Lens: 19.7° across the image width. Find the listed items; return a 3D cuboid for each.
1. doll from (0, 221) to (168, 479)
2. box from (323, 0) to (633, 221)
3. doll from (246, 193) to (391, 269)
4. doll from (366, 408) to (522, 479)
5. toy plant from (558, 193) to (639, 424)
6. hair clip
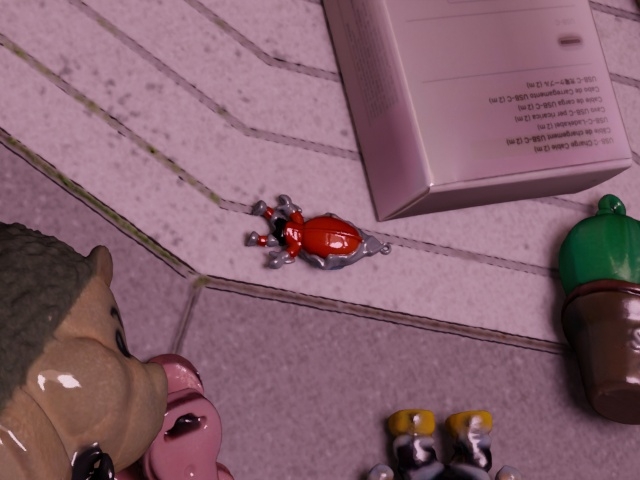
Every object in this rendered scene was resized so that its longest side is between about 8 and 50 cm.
[{"bbox_3d":[-0.238,0.136,1.197,0.247,0.247,0.350,33,48,-14],"label":"doll"},{"bbox_3d":[0.125,-0.156,1.525,0.203,0.106,0.252,-9,78,-29],"label":"box"},{"bbox_3d":[0.000,0.001,1.455,0.114,0.039,0.057,12,37,-9],"label":"doll"},{"bbox_3d":[0.099,0.277,1.384,0.145,0.103,0.316,13,61,-35],"label":"doll"},{"bbox_3d":[0.261,0.053,1.533,0.143,0.105,0.200,26,53,-26],"label":"toy plant"},{"bbox_3d":[-0.119,0.161,1.354,0.123,0.102,0.138,-24,118,-28],"label":"hair clip"}]
